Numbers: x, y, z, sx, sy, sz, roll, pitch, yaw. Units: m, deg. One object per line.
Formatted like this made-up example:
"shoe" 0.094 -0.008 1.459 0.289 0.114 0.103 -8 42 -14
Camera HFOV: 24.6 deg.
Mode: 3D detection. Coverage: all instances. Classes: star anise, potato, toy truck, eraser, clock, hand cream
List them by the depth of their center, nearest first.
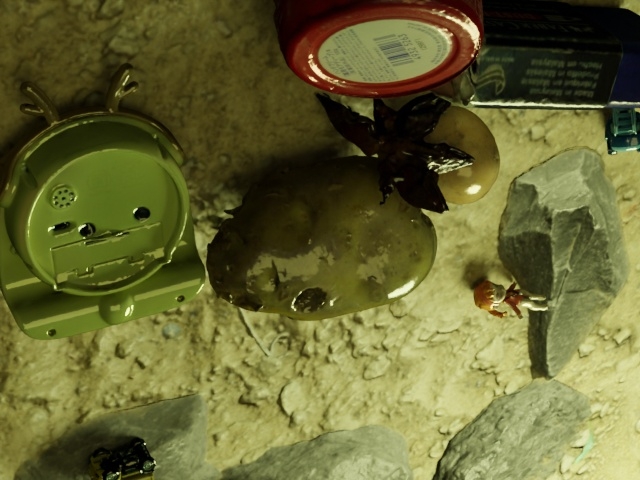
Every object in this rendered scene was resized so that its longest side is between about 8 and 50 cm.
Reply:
"hand cream" 0.064 -0.262 1.576 0.230 0.149 0.230 -4 156 -2
"clock" -0.255 -0.046 1.650 0.235 0.096 0.308 -14 125 -18
"star anise" 0.108 -0.118 1.742 0.157 0.212 0.053 -25 156 -19
"eraser" 0.268 -0.223 1.766 0.332 0.155 0.102 -3 120 -26
"potato" 0.000 0.000 1.770 0.296 0.141 0.192 -13 98 -23
"potato" 0.165 -0.103 1.827 0.112 0.112 0.147 -45 123 6
"toy truck" -0.260 0.299 1.904 0.083 0.049 0.054 -13 127 -21
"toy truck" 0.402 -0.163 1.935 0.056 0.073 0.090 -4 118 13

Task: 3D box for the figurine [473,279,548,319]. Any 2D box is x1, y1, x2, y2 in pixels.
"figurine" 0.263 0.083 2.032 0.109 0.064 0.047 8 138 -21
